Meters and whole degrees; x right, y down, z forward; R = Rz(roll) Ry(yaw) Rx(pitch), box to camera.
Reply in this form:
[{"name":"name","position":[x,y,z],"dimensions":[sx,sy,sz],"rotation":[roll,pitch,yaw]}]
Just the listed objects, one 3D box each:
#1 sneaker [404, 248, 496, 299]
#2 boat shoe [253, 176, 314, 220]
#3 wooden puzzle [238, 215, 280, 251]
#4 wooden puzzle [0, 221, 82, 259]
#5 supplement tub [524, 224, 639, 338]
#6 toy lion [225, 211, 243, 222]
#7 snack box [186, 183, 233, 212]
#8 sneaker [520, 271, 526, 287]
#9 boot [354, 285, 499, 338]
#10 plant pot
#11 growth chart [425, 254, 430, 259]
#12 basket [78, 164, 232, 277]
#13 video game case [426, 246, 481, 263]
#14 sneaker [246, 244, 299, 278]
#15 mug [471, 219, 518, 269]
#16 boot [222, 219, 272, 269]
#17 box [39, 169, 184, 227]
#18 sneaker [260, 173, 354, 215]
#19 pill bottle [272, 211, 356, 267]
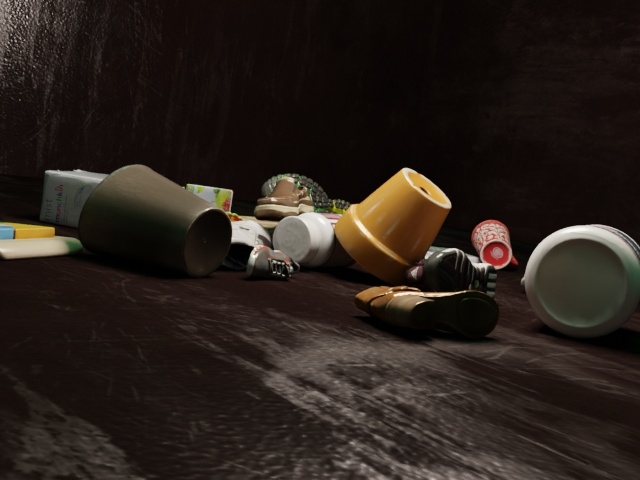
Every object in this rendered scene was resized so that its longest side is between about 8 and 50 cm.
[{"name":"sneaker","position":[0.217,0.074,1.595],"dimensions":[0.163,0.106,0.281],"rotation":[6,-7,33]},{"name":"boat shoe","position":[-0.086,-0.094,1.858],"dimensions":[0.095,0.095,0.257],"rotation":[-5,-1,14]},{"name":"wooden puzzle","position":[-0.149,-0.013,2.019],"dimensions":[0.348,0.080,0.322],"rotation":[6,3,34]},{"name":"wooden puzzle","position":[-0.573,-0.012,1.454],"dimensions":[0.239,0.044,0.221],"rotation":[11,5,20]},{"name":"supplement tub","position":[0.484,0.067,1.496],"dimensions":[0.191,0.191,0.272],"rotation":[11,6,23]},{"name":"toy lion","position":[-0.210,-0.014,1.774],"dimensions":[0.100,0.096,0.034],"rotation":[6,6,-20]},{"name":"snack box","position":[-0.249,-0.046,1.809],"dimensions":[0.100,0.141,0.037],"rotation":[8,6,-3]},{"name":"sneaker","position":[0.568,0.105,1.902],"dimensions":[0.229,0.086,0.132],"rotation":[0,6,28]},{"name":"boot","position":[0.165,0.101,1.294],"dimensions":[0.197,0.072,0.152],"rotation":[8,0,-32]},{"name":"plant pot","position":[0.164,-0.040,1.736],"dimensions":[0.205,0.188,0.205],"rotation":[32,22,-14]},{"name":"growth chart","position":[0.278,0.050,2.277],"dimensions":[0.172,0.021,0.237],"rotation":[11,6,23]},{"name":"basket","position":[-0.282,-0.028,1.497],"dimensions":[0.227,0.154,0.204],"rotation":[19,48,31]},{"name":"video game case","position":[0.362,0.039,2.526],"dimensions":[0.173,0.022,0.190],"rotation":[7,5,-23]},{"name":"sneaker","position":[-0.084,0.045,1.565],"dimensions":[0.065,0.061,0.158],"rotation":[17,9,21]},{"name":"mug","position":[0.524,0.021,2.447],"dimensions":[0.150,0.113,0.169],"rotation":[17,17,1]},{"name":"boot","position":[-0.159,0.018,1.668],"dimensions":[0.123,0.095,0.258],"rotation":[40,15,33]},{"name":"box","position":[-0.492,-0.092,1.992],"dimensions":[0.231,0.126,0.262],"rotation":[10,6,18]},{"name":"sneaker","position":[-0.035,-0.061,2.239],"dimensions":[0.146,0.134,0.344],"rotation":[-27,-41,34]},{"name":"pill bottle","position":[0.000,0.000,1.823],"dimensions":[0.121,0.121,0.221],"rotation":[12,6,33]}]
